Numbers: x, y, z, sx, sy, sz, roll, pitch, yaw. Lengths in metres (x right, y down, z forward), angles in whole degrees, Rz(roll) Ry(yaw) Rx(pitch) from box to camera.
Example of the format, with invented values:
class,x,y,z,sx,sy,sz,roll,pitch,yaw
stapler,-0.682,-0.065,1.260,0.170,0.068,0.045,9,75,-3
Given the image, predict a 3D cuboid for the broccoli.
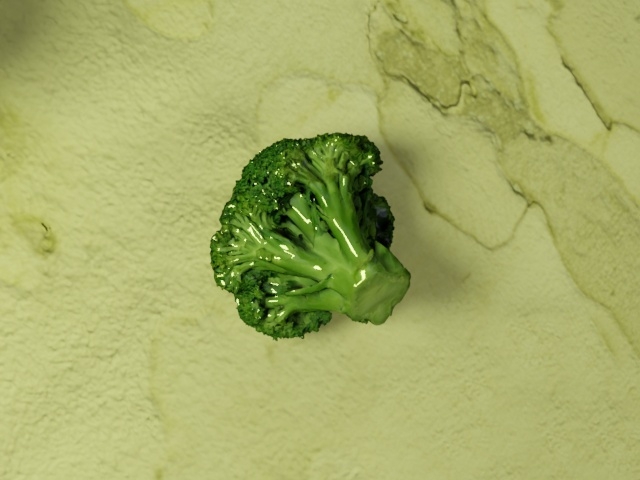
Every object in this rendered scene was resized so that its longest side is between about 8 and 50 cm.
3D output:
class,x,y,z,sx,sy,sz,roll,pitch,yaw
broccoli,0.000,0.000,1.460,0.261,0.241,0.269,6,121,-40
